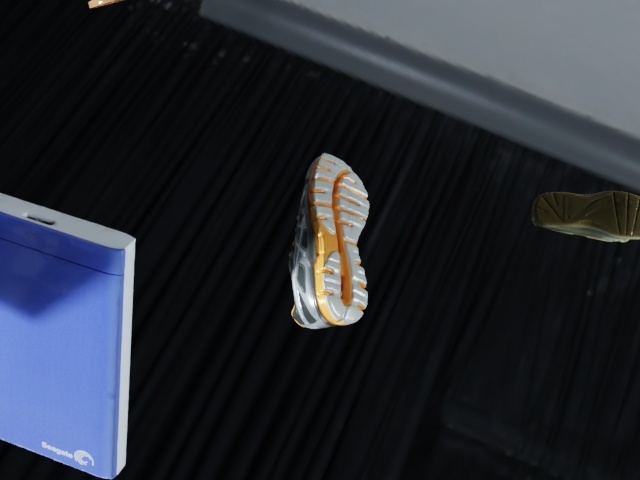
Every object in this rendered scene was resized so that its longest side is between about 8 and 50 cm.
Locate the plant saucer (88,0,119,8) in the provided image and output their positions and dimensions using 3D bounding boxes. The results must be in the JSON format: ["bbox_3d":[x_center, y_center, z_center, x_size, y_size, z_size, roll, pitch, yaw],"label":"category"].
[{"bbox_3d":[-0.215,-0.272,1.168,0.083,0.083,0.013,-5,108,39],"label":"plant saucer"}]

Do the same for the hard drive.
[{"bbox_3d":[-0.314,0.110,1.199,0.210,0.040,0.319,17,122,14],"label":"hard drive"}]

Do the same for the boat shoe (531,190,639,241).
[{"bbox_3d":[0.328,-0.026,1.261,0.153,0.056,0.048,3,165,10],"label":"boat shoe"}]

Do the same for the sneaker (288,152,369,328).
[{"bbox_3d":[0.000,0.000,1.195,0.084,0.215,0.083,22,147,-32],"label":"sneaker"}]
